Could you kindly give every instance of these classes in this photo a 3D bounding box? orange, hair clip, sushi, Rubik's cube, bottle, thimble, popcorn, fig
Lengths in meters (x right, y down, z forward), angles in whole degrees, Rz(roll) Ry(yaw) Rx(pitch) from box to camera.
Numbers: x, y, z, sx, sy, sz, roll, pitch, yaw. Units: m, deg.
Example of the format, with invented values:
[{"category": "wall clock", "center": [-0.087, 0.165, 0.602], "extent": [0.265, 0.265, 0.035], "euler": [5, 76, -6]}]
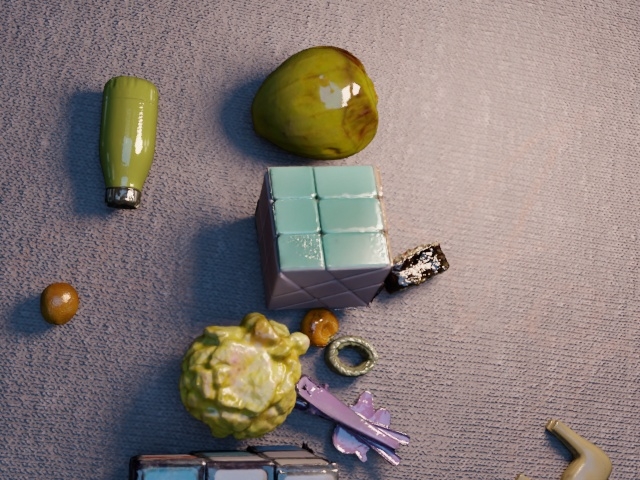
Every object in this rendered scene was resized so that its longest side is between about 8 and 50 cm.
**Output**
[{"category": "orange", "center": [-0.007, 0.178, 1.727], "extent": [0.086, 0.062, 0.086], "euler": [-3, 95, -40]}, {"category": "hair clip", "center": [0.053, 0.355, 1.705], "extent": [0.278, 0.090, 0.137], "euler": [36, 62, -12]}, {"category": "sushi", "center": [0.195, 0.057, 1.780], "extent": [0.150, 0.090, 0.078], "euler": [-25, 90, -17]}, {"category": "Rubik's cube", "center": [-0.169, 0.550, 1.471], "extent": [0.358, 0.362, 0.363], "euler": [4, 80, -15]}, {"category": "bottle", "center": [-0.390, -0.193, 1.683], "extent": [0.112, 0.112, 0.260], "euler": [4, 79, -12]}, {"category": "thimble", "center": [0.065, 0.241, 1.732], "extent": [0.109, 0.062, 0.085], "euler": [4, 79, -11]}, {"category": "orange", "center": [-0.507, 0.122, 1.619], "extent": [0.085, 0.085, 0.085], "euler": [2, 80, -12]}, {"category": "popcorn", "center": [-0.149, 0.258, 1.607], "extent": [0.259, 0.212, 0.259], "euler": [5, 78, -22]}, {"category": "fig", "center": [-0.015, -0.272, 1.727], "extent": [0.271, 0.239, 0.240], "euler": [-14, 83, 14]}, {"category": "Rubik's cube", "center": [0.000, 0.000, 1.655], "extent": [0.231, 0.221, 0.225], "euler": [-2, 66, -11]}]

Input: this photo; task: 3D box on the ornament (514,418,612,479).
[{"category": "ornament", "center": [0.540, 0.544, 1.783], "extent": [0.245, 0.061, 0.230], "euler": [36, 77, -1]}]
